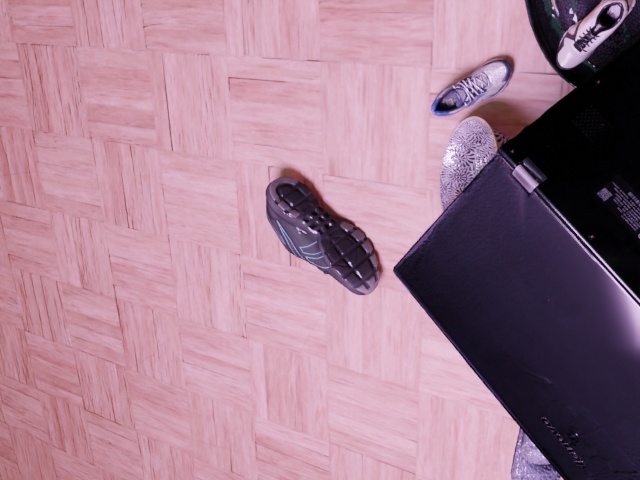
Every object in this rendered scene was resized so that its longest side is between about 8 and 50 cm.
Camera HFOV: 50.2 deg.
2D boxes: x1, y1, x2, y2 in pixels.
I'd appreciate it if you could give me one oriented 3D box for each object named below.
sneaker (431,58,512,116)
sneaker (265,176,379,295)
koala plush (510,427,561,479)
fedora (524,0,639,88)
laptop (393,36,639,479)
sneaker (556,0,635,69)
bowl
[{"bbox_3d":[0.221,-0.220,1.013,0.135,0.058,0.052,-31,92,37],"label":"sneaker"},{"bbox_3d":[0.000,0.000,1.246,0.267,0.101,0.106,47,147,9],"label":"sneaker"},{"bbox_3d":[0.423,0.286,1.035,0.221,0.203,0.196,13,148,16],"label":"koala plush"},{"bbox_3d":[0.376,-0.321,0.811,0.334,0.152,0.334,13,117,28],"label":"fedora"},{"bbox_3d":[0.358,0.035,0.787,0.408,0.236,0.382,-38,77,-2],"label":"laptop"},{"bbox_3d":[0.305,-0.236,0.772,0.040,0.044,0.109,39,133,3],"label":"sneaker"},{"bbox_3d":[0.250,-0.095,1.018,0.170,0.080,0.170,-175,90,-72],"label":"bowl"}]
